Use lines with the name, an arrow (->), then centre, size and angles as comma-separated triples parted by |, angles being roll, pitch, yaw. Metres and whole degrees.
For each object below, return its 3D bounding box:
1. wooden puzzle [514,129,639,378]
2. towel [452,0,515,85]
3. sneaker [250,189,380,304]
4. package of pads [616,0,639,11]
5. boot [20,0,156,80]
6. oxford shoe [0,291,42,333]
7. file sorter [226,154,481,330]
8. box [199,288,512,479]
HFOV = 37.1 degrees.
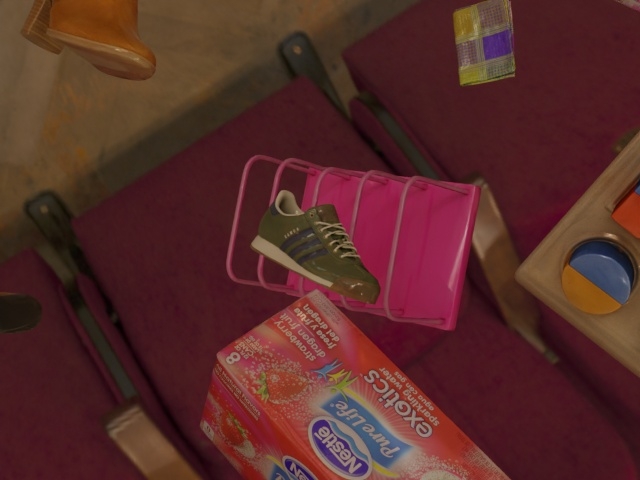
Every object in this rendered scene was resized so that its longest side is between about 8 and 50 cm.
wooden puzzle -> 0.468, 0.049, 1.254 | 0.348, 0.322, 0.080 | -56, 173, 37
towel -> 0.161, -0.197, 0.942 | 0.009, 0.060, 0.083 | 16, 68, -61
sneaker -> 0.000, 0.000, 1.092 | 0.064, 0.192, 0.086 | 14, 99, -49
package of pads -> 0.395, -0.339, 1.249 | 0.083, 0.050, 0.032 | 19, 152, -16
boot -> -0.253, -0.318, 1.164 | 0.104, 0.295, 0.211 | 31, 86, -44
oxford shoe -> -0.510, 0.101, 1.348 | 0.212, 0.076, 0.076 | 8, 88, -32
file sorter -> 0.036, -0.005, 1.323 | 0.182, 0.291, 0.202 | 11, 89, -53
box -> 0.027, 0.184, 0.799 | 0.123, 0.257, 0.128 | -31, 154, -33
